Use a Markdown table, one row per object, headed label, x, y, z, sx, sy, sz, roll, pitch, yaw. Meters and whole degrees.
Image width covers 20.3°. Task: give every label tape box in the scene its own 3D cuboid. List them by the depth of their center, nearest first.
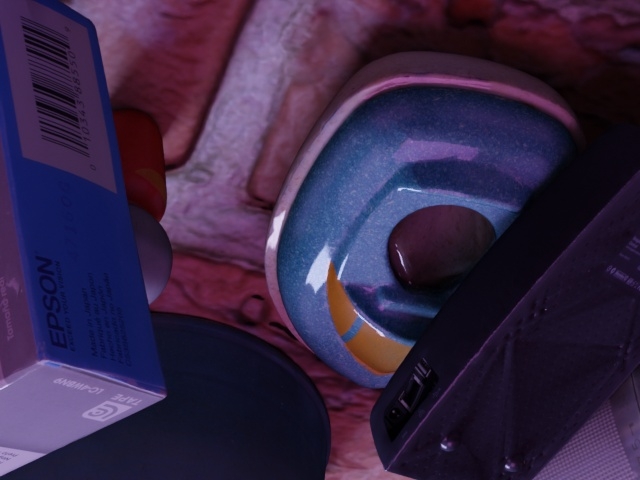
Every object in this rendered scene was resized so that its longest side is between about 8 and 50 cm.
| label | x | y | z | sx | sy | sz | roll | pitch | yaw |
| --- | --- | --- | --- | --- | --- | --- | --- | --- | --- |
| label tape box | -0.274 | 0.032 | 1.054 | 0.347 | 0.249 | 0.115 | -25 | 154 | 24 |

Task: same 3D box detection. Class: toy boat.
| label | x | y | z | sx | sy | sz | roll | pitch | yaw |
| --- | --- | --- | --- | --- | --- | --- | --- | --- | --- |
| toy boat | 0.000 | 0.000 | 1.120 | 0.318 | 0.148 | 0.267 | 7 | 133 | -9 |

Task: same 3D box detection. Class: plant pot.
| label | x | y | z | sx | sy | sz | roll | pitch | yaw |
| --- | --- | --- | --- | --- | --- | --- | --- | --- | --- |
| plant pot | -0.125 | 0.235 | 1.266 | 0.271 | 0.255 | 0.272 | -1 | 133 | -1 |

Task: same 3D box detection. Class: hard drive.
| label | x | y | z | sx | sy | sz | roll | pitch | yaw |
| --- | --- | --- | --- | --- | --- | --- | --- | --- | --- |
| hard drive | 0.148 | 0.047 | 1.104 | 0.255 | 0.054 | 0.172 | -51 | 144 | 11 |

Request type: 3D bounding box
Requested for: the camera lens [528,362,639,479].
| label | x | y | z | sx | sy | sz | roll | pitch | yaw |
| --- | --- | --- | --- | --- | --- | --- | --- | --- | --- |
| camera lens | 0.234 | 0.177 | 1.245 | 0.274 | 0.219 | 0.219 | -31 | 127 | 25 |
